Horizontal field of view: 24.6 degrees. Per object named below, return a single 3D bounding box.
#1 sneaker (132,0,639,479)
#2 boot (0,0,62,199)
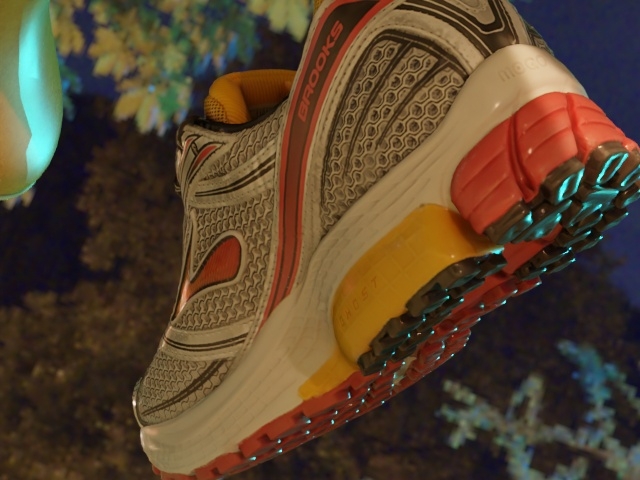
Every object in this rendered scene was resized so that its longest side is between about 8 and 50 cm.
[{"bbox_3d":[0.000,0.000,0.419,0.092,0.088,0.225,59,-38,14],"label":"sneaker"},{"bbox_3d":[-0.084,-0.132,0.506,0.211,0.104,0.295,-3,-46,18],"label":"boot"}]
